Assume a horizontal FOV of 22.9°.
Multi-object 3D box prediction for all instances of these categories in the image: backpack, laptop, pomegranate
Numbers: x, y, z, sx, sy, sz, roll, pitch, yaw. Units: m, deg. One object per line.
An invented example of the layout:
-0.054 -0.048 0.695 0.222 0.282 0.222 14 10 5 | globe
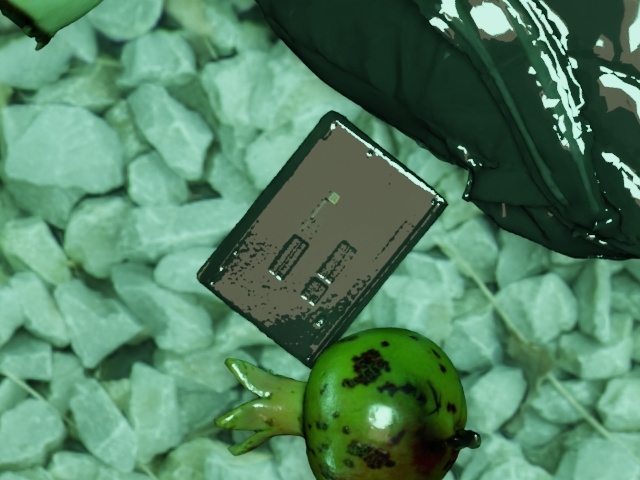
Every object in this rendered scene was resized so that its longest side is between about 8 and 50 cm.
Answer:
0.161 -0.194 1.198 0.446 0.255 0.363 24 103 13 | backpack
0.000 0.000 1.368 0.135 0.016 0.197 38 100 -3 | laptop
0.020 0.150 1.328 0.220 0.156 0.156 -2 101 1 | pomegranate

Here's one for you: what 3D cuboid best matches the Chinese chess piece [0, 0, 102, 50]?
-0.286 -0.297 1.155 0.349 0.349 0.146 40 91 -5 | Chinese chess piece
